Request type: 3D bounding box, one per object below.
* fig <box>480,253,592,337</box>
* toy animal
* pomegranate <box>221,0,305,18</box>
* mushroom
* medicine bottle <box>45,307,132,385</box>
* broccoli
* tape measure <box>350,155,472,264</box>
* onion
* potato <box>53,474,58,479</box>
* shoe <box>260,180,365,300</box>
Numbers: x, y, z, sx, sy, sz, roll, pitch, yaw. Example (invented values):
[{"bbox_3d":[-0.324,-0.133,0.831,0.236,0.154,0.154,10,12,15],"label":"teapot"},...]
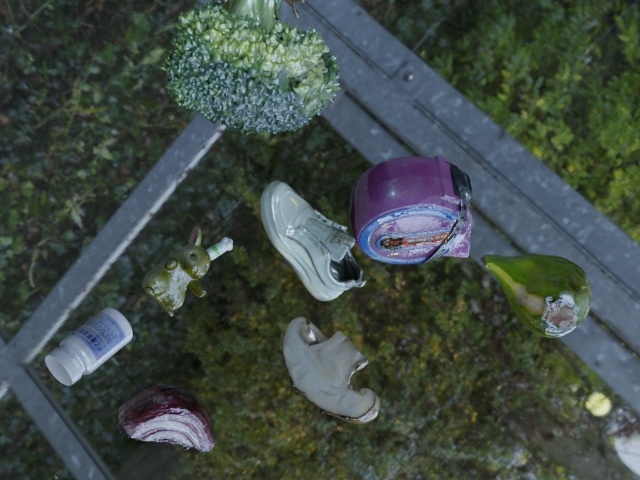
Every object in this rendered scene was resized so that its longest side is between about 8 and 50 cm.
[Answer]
[{"bbox_3d":[0.516,0.104,1.606,0.206,0.275,0.206,-55,176,-6],"label":"fig"},{"bbox_3d":[-0.488,0.100,2.413,0.363,0.180,0.181,-39,122,2],"label":"toy animal"},{"bbox_3d":[-0.171,-0.764,1.872,0.291,0.323,0.291,-160,-90,-75],"label":"pomegranate"},{"bbox_3d":[0.029,0.295,1.429,0.156,0.286,0.151,-40,144,-5],"label":"mushroom"},{"bbox_3d":[-0.543,0.249,1.550,0.186,0.102,0.103,-42,167,-43],"label":"medicine bottle"},{"bbox_3d":[-0.084,-0.318,1.147,0.375,0.249,0.302,-1,125,-47],"label":"broccoli"},{"bbox_3d":[0.172,-0.050,1.256,0.231,0.149,0.245,-3,147,3],"label":"tape measure"},{"bbox_3d":[-0.474,0.513,2.056,0.314,0.280,0.146,12,111,-26],"label":"onion"},{"bbox_3d":[-0.501,0.522,1.111,0.140,0.172,0.300,-106,-143,-60],"label":"potato"},{"bbox_3d":[0.000,0.000,1.459,0.159,0.316,0.124,-8,-146,42],"label":"shoe"}]
